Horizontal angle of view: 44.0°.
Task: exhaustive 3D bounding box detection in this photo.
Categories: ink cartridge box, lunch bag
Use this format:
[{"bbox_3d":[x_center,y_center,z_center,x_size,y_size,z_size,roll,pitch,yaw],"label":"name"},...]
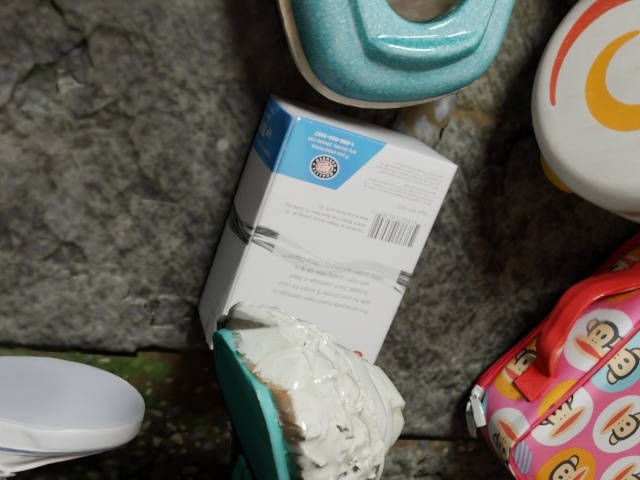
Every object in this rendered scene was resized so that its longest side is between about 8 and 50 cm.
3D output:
[{"bbox_3d":[0.000,0.000,0.622,0.139,0.082,0.191,14,109,-24],"label":"ink cartridge box"},{"bbox_3d":[0.294,0.136,0.765,0.293,0.120,0.258,-43,119,3],"label":"lunch bag"}]

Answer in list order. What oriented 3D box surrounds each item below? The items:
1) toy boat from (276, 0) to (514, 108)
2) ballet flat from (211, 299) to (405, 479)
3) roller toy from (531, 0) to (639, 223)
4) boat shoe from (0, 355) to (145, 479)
[{"bbox_3d":[0.121,-0.227,0.527,0.318,0.148,0.268,-12,116,-14],"label":"toy boat"},{"bbox_3d":[-0.007,0.153,0.602,0.146,0.147,0.409,-12,148,-14],"label":"ballet flat"},{"bbox_3d":[0.274,-0.102,0.603,0.146,0.191,0.209,14,114,-43],"label":"roller toy"},{"bbox_3d":[-0.265,0.143,0.595,0.258,0.095,0.084,6,115,-11],"label":"boat shoe"}]
